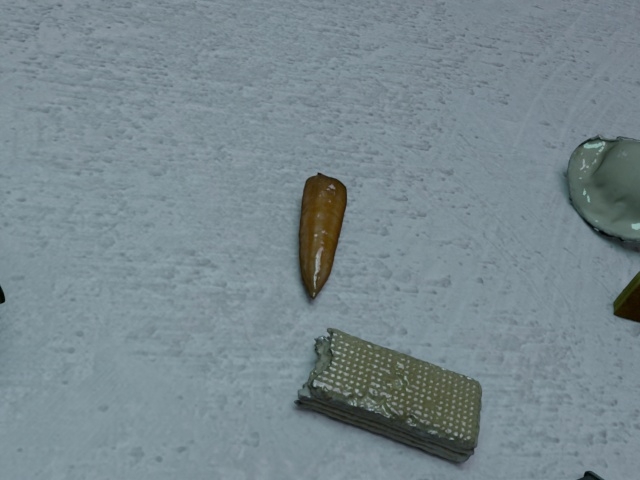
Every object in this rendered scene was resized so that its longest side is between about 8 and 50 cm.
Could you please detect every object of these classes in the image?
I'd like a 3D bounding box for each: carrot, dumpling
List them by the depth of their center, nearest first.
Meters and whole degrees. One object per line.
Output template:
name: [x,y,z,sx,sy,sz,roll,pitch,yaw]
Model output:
carrot: [0.000,0.000,1.177,0.072,0.072,0.205,13,54,-10]
dumpling: [0.536,-0.077,1.405,0.247,0.142,0.172,34,78,27]

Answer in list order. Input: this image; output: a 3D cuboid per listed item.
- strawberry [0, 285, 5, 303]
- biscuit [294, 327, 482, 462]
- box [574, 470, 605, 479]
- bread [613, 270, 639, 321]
strawberry: [-0.486,0.029,0.840,0.277,0.257,0.257,-18,59,-45]
biscuit: [0.092,0.198,1.042,0.239,0.061,0.108,20,48,-3]
box: [0.328,0.341,0.974,0.069,0.084,0.122,-11,12,-16]
bread: [0.522,0.092,1.272,0.090,0.094,0.035,16,47,-5]
